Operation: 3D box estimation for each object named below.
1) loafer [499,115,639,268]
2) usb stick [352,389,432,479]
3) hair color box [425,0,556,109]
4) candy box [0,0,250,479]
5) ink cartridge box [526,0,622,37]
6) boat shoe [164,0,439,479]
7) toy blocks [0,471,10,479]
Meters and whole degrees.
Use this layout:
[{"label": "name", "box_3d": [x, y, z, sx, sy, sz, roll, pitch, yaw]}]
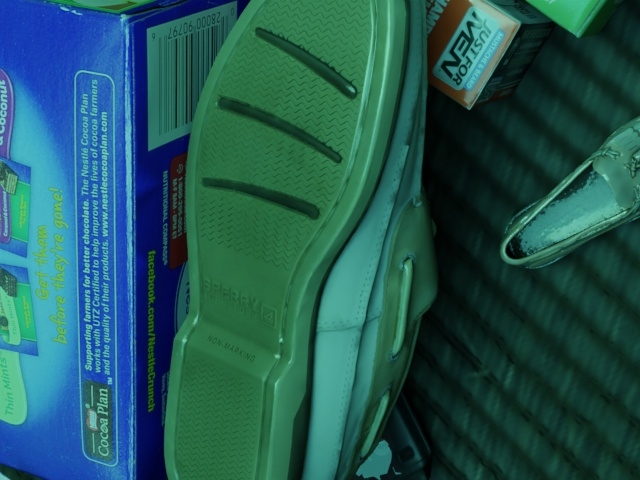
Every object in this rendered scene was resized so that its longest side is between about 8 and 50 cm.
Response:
[{"label": "loafer", "box_3d": [0.147, -0.024, 0.703, 0.125, 0.039, 0.045, -39, 84, 22]}, {"label": "usb stick", "box_3d": [-0.023, 0.024, 0.773, 0.077, 0.045, 0.278, -27, 89, 16]}, {"label": "hair color box", "box_3d": [0.033, -0.136, 0.698, 0.167, 0.093, 0.053, 34, 110, 12]}, {"label": "candy box", "box_3d": [-0.204, -0.031, 0.755, 0.317, 0.122, 0.268, 14, 114, 24]}, {"label": "ink cartridge box", "box_3d": [0.132, -0.232, 0.644, 0.160, 0.092, 0.219, 39, 110, 10]}, {"label": "boat shoe", "box_3d": [0.000, 0.000, 0.672, 0.113, 0.103, 0.302, 31, 116, 36]}, {"label": "toy blocks", "box_3d": [-0.121, 0.305, 0.714, 0.289, 0.309, 0.260, 35, 115, 11]}]
